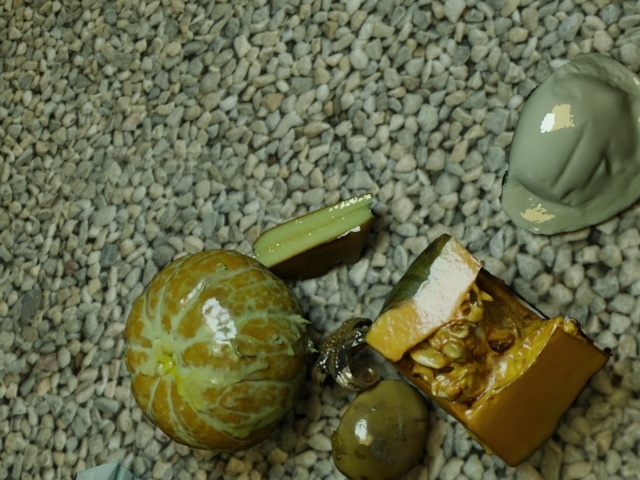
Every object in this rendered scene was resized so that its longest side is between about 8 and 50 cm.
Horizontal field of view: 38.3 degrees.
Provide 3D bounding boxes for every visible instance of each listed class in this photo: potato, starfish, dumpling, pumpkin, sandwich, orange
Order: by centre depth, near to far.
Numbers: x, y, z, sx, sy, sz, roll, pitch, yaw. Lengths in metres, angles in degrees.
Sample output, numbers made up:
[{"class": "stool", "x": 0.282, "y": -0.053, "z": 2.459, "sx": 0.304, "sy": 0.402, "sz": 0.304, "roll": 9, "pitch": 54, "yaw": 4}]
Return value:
[{"class": "pumpkin", "x": 0.233, "y": 0.150, "z": 1.325, "sx": 0.303, "sy": 0.256, "sz": 0.225, "roll": 42, "pitch": 90, "yaw": 22}, {"class": "dumpling", "x": 0.405, "y": -0.138, "z": 1.418, "sx": 0.227, "sy": 0.243, "sz": 0.175, "roll": 27, "pitch": 46, "yaw": 11}, {"class": "potato", "x": 0.094, "y": 0.298, "z": 1.420, "sx": 0.137, "sy": 0.137, "sz": 0.175, "roll": 28, "pitch": 89, "yaw": 29}, {"class": "starfish", "x": 0.045, "y": 0.176, "z": 1.477, "sx": 0.190, "sy": 0.074, "sz": 0.146, "roll": -10, "pitch": 43, "yaw": 58}, {"class": "orange", "x": -0.165, "y": 0.178, "z": 1.494, "sx": 0.329, "sy": 0.249, "sz": 0.329, "roll": -6, "pitch": 81, "yaw": 44}, {"class": "sandwich", "x": 0.000, "y": 0.000, "z": 1.580, "sx": 0.244, "sy": 0.088, "sz": 0.090, "roll": -23, "pitch": 57, "yaw": 21}]

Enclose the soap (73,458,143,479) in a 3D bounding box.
[{"class": "soap", "x": -0.364, "y": 0.501, "z": 1.544, "sx": 0.091, "sy": 0.145, "sz": 0.230, "roll": -19, "pitch": 40, "yaw": 23}]
